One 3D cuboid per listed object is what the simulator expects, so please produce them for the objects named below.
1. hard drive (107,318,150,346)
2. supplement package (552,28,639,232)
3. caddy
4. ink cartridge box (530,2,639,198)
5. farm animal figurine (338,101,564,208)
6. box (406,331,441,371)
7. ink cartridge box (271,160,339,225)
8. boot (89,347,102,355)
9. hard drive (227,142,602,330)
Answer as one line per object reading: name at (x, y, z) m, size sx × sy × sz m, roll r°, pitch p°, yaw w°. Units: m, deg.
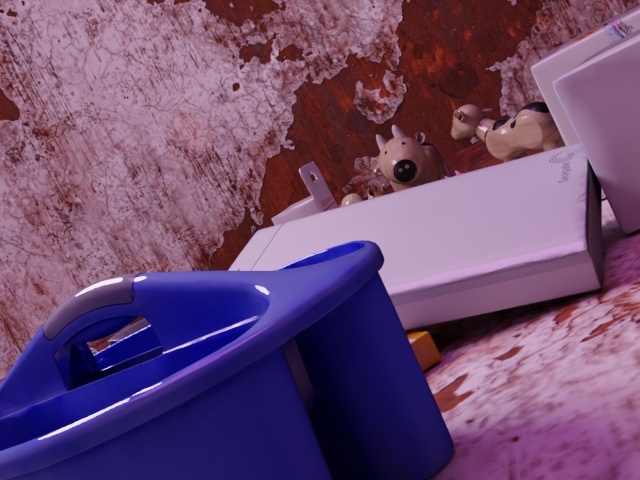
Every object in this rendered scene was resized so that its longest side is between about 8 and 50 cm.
hard drive at (-0.119, 0.106, 1.102) m, size 0.172 × 0.054 × 0.255 m, roll -2°, pitch 8°, yaw 15°
supplement package at (0.338, -0.130, 0.839) m, size 0.194 × 0.149 × 0.203 m, roll -25°, pitch 4°, yaw 26°
caddy at (-0.094, 0.106, 0.551) m, size 0.341 × 0.179 × 0.241 m, roll -24°, pitch 7°, yaw 38°
ink cartridge box at (0.377, -0.178, 1.020) m, size 0.233 × 0.168 × 0.171 m, roll -26°, pitch 6°, yaw 27°
farm animal figurine at (0.160, -0.096, 1.326) m, size 0.330 × 0.172 × 0.327 m, roll -28°, pitch 5°, yaw -5°
box at (0.019, 0.115, 0.729) m, size 0.136 × 0.028 × 0.081 m, roll -32°, pitch 6°, yaw -22°
ink cartridge box at (0.000, 0.000, 1.141) m, size 0.060 × 0.180 × 0.104 m, roll -26°, pitch 4°, yaw 13°
boot at (-0.397, 0.238, 1.052) m, size 0.377 × 0.138 × 0.284 m, roll -17°, pitch 12°, yaw 45°
hard drive at (0.071, 0.012, 0.846) m, size 0.353 × 0.047 × 0.233 m, roll -14°, pitch 21°, yaw 22°
